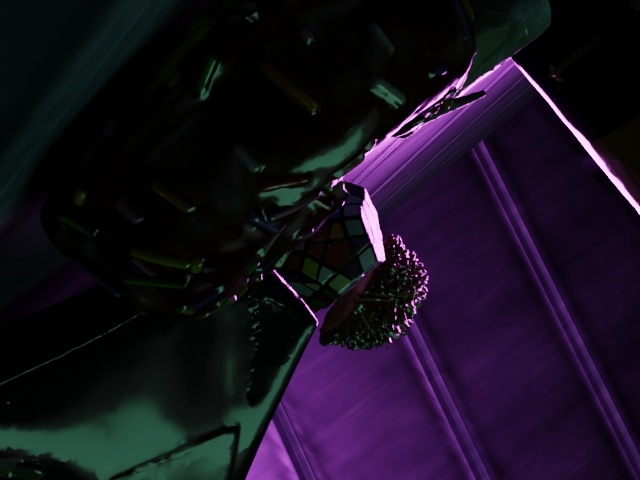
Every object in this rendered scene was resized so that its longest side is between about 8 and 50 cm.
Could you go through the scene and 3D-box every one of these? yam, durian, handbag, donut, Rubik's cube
[{"bbox_3d":[0.096,-0.141,1.176,0.169,0.068,0.068,-39,177,-30],"label":"yam"},{"bbox_3d":[0.037,0.036,1.852,0.167,0.196,0.196,-44,176,27],"label":"durian"},{"bbox_3d":[-0.168,0.151,1.087,0.288,0.152,0.342,-19,143,-40],"label":"handbag"},{"bbox_3d":[-0.020,-0.050,0.757,0.230,0.096,0.216,-40,177,13],"label":"donut"},{"bbox_3d":[0.000,0.000,1.588,0.133,0.112,0.133,-41,178,-2],"label":"Rubik's cube"}]

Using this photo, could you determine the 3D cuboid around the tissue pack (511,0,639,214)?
[{"bbox_3d":[0.372,-0.126,1.396,0.264,0.416,0.253,-40,177,-6],"label":"tissue pack"}]
